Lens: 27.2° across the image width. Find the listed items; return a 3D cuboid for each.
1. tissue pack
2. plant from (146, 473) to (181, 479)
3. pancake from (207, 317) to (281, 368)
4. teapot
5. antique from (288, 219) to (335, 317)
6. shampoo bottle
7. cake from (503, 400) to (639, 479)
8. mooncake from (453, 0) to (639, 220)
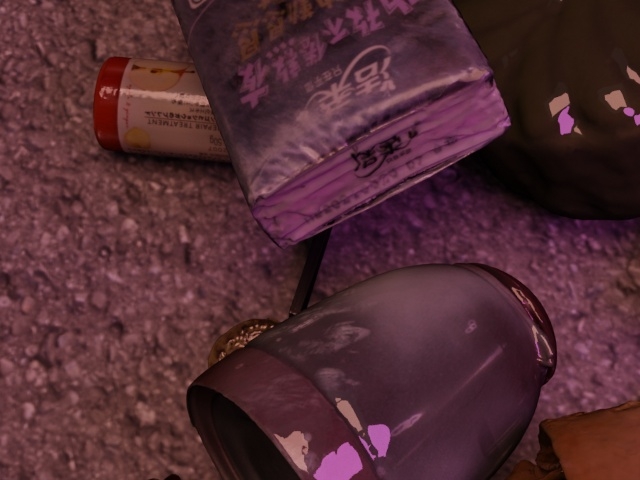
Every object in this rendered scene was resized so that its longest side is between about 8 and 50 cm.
[{"bbox_3d":[0.001,-0.196,1.281,0.259,0.122,0.361,-30,54,8],"label":"tissue pack"},{"bbox_3d":[-0.154,0.379,1.223,0.251,0.180,0.333,-28,100,-15],"label":"plant"},{"bbox_3d":[-0.060,0.129,1.350,0.114,0.011,0.115,-1,65,3],"label":"pancake"},{"bbox_3d":[0.049,0.132,1.215,0.312,0.233,0.315,-32,28,-23],"label":"teapot"},{"bbox_3d":[0.000,0.000,1.390,0.015,0.031,0.192,15,67,6],"label":"antique"},{"bbox_3d":[-0.097,-0.135,1.421,0.278,0.104,0.104,6,67,7],"label":"shampoo bottle"},{"bbox_3d":[0.209,0.307,1.089,0.321,0.332,0.332,-17,66,3],"label":"cake"},{"bbox_3d":[0.282,-0.208,1.319,0.356,0.194,0.356,-14,61,25],"label":"mooncake"}]
